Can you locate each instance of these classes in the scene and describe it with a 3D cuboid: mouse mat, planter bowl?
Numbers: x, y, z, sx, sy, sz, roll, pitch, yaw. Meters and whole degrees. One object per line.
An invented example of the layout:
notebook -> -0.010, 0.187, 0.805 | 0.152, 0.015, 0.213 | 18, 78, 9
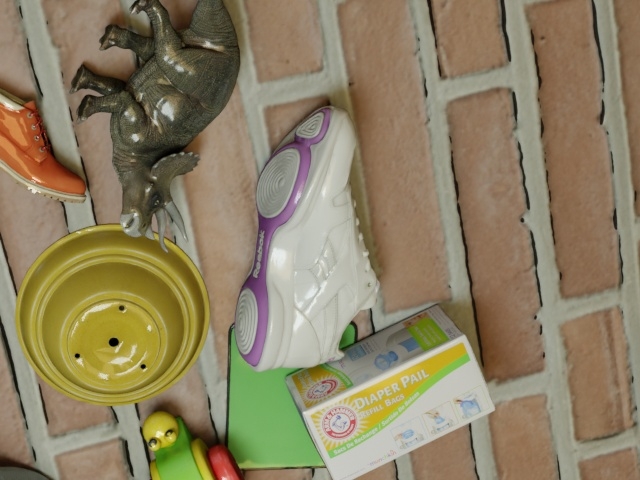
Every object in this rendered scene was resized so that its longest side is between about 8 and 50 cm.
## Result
mouse mat -> -0.035, 0.182, 1.500 | 0.153, 0.007, 0.189 | 0, 107, -10
planter bowl -> -0.227, 0.098, 1.399 | 0.217, 0.090, 0.217 | -2, 106, -8

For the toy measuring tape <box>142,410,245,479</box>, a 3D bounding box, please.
toy measuring tape -> -0.116, 0.339, 1.477 | 0.121, 0.121, 0.330 | -27, 109, -1

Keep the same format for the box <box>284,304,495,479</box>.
box -> 0.077, 0.174, 1.456 | 0.203, 0.114, 0.103 | -25, 109, -4

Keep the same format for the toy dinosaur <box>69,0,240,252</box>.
toy dinosaur -> -0.158, -0.162, 1.339 | 0.160, 0.121, 0.313 | 27, 96, -28

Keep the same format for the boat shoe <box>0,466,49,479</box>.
boat shoe -> -0.400, 0.294, 1.357 | 0.094, 0.109, 0.302 | -55, 143, 9

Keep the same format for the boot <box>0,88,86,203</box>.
boot -> -0.305, -0.100, 1.347 | 0.158, 0.059, 0.084 | 32, 94, -15

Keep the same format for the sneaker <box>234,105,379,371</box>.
sneaker -> 0.000, 0.000, 1.415 | 0.152, 0.114, 0.305 | 6, 108, -28
